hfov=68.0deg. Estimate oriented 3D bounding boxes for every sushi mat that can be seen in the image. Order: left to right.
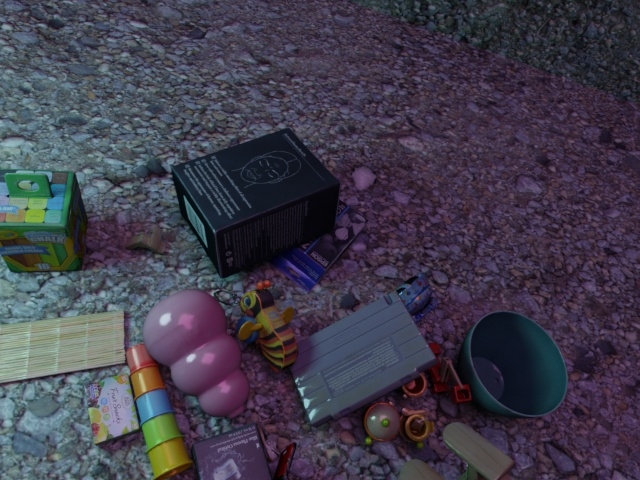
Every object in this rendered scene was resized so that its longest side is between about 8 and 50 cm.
[{"bbox_3d":[-0.660,0.262,1.192,0.317,0.019,0.151,-5,61,-19],"label":"sushi mat"}]

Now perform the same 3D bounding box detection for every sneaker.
[{"bbox_3d":[-0.131,0.508,1.187,0.037,0.032,0.083,-15,68,-39],"label":"sneaker"}]

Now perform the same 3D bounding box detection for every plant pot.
[{"bbox_3d":[0.511,0.372,1.354,0.290,0.195,0.290,7,57,-11],"label":"plant pot"}]

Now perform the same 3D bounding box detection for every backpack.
[{"bbox_3d":[0.273,0.181,1.420,0.158,0.173,0.117,-33,72,-31],"label":"backpack"}]

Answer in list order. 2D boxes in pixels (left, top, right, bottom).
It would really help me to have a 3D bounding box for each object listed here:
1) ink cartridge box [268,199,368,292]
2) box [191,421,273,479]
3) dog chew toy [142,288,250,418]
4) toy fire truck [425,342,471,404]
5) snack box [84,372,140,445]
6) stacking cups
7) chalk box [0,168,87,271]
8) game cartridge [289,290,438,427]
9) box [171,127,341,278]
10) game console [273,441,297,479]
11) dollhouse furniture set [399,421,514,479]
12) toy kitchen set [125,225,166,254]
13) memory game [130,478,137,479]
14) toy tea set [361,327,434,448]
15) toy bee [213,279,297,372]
[{"bbox_3d":[0.000,0.000,1.524,0.165,0.065,0.332,37,57,7],"label":"ink cartridge box"},{"bbox_3d":[-0.206,0.532,1.109,0.156,0.093,0.158,-12,64,-22],"label":"box"},{"bbox_3d":[-0.293,0.288,1.179,0.207,0.206,0.331,-29,81,-29],"label":"dog chew toy"},{"bbox_3d":[0.347,0.372,1.343,0.047,0.135,0.192,-3,60,-18],"label":"toy fire truck"},{"bbox_3d":[-0.499,0.402,1.138,0.100,0.037,0.141,-13,63,-24],"label":"snack box"},{"bbox_3d":[-0.402,0.400,1.135,0.096,0.096,0.316,-18,64,-25],"label":"stacking cups"},{"bbox_3d":[-0.720,-0.063,1.215,0.180,0.289,0.179,0,59,-16],"label":"chalk box"},{"bbox_3d":[0.099,0.309,1.244,0.355,0.068,0.230,-28,57,2],"label":"game cartridge"},{"bbox_3d":[-0.187,-0.122,1.410,0.396,0.212,0.293,-24,56,-23],"label":"box"},{"bbox_3d":[-0.058,0.554,1.106,0.085,0.144,0.124,22,55,-3],"label":"game console"},{"bbox_3d":[0.184,0.619,1.030,0.394,0.362,0.256,-26,34,-29],"label":"dollhouse furniture set"},{"bbox_3d":[-0.508,0.000,1.394,0.083,0.075,0.068,36,47,-43],"label":"toy kitchen set"},{"bbox_3d":[-0.430,0.623,1.035,0.186,0.012,0.186,8,57,-12],"label":"memory game"},{"bbox_3d":[0.204,0.378,1.260,0.200,0.124,0.335,1,73,-7],"label":"toy tea set"},{"bbox_3d":[-0.163,0.195,1.254,0.298,0.162,0.195,34,29,5],"label":"toy bee"}]
